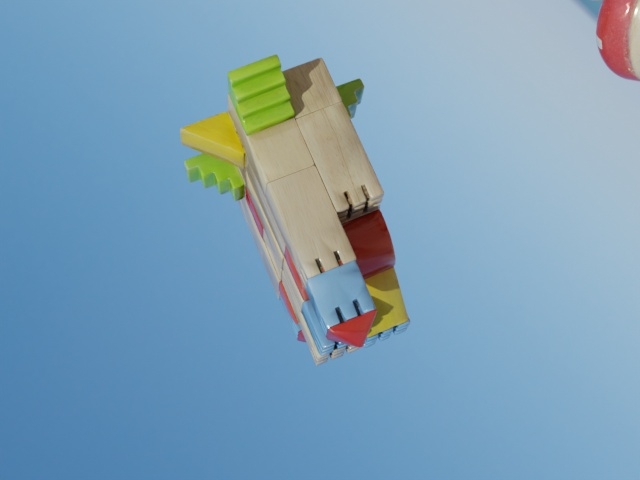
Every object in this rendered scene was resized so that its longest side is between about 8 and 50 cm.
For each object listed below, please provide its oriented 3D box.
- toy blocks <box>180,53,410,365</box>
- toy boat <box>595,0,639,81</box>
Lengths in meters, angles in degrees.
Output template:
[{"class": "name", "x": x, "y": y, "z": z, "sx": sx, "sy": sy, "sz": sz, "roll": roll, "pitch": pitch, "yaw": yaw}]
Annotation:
[{"class": "toy blocks", "x": 0.000, "y": 0.000, "z": 1.357, "sx": 0.381, "sy": 0.191, "sz": 0.261, "roll": 102, "pitch": 145, "yaw": -75}, {"class": "toy boat", "x": 0.321, "y": -0.264, "z": 1.382, "sx": 0.151, "sy": 0.151, "sz": 0.231, "roll": 75, "pitch": -147, "yaw": -42}]
